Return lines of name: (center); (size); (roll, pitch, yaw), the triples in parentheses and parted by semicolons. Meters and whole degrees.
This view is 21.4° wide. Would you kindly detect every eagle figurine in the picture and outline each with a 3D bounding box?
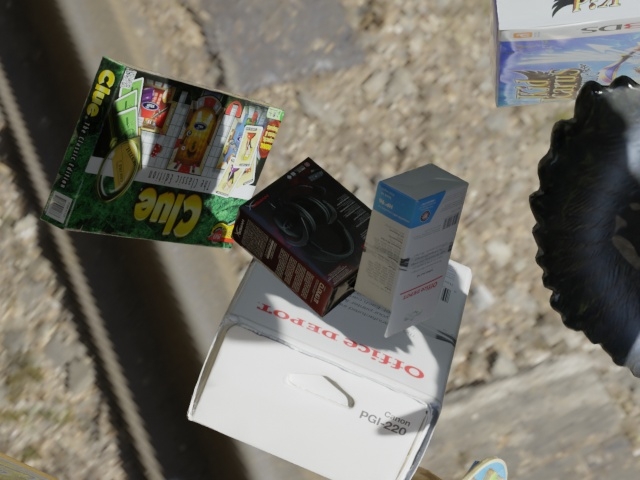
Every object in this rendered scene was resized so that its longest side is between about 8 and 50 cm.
eagle figurine: (0.263, 0.007, 0.940); (0.298, 0.225, 0.226); (44, 9, 3)

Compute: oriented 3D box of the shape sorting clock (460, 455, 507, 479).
shape sorting clock: (0.143, 0.322, 1.781); (0.040, 0.206, 0.206); (28, 50, 20)

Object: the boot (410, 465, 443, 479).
boot: (-0.054, 0.236, 1.346); (0.269, 0.236, 0.089); (-13, 107, -25)

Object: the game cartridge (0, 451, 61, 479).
game cartridge: (-0.257, 0.150, 1.089); (0.324, 0.285, 0.052); (17, 83, 24)

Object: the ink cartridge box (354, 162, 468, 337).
ink cartridge box: (0.047, 0.005, 0.904); (0.028, 0.083, 0.048); (30, 31, 31)

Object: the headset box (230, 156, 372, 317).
headset box: (0.000, 0.000, 0.978); (0.083, 0.032, 0.062); (41, 54, 18)

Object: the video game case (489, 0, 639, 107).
video game case: (0.266, -0.179, 1.428); (0.244, 0.269, 0.061); (-4, 81, 5)

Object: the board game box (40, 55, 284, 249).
board game box: (-0.122, -0.065, 1.386); (0.030, 0.136, 0.260); (28, 9, 25)

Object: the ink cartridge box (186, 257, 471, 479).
ink cartridge box: (0.013, 0.071, 1.207); (0.158, 0.092, 0.218); (23, 25, 1)
